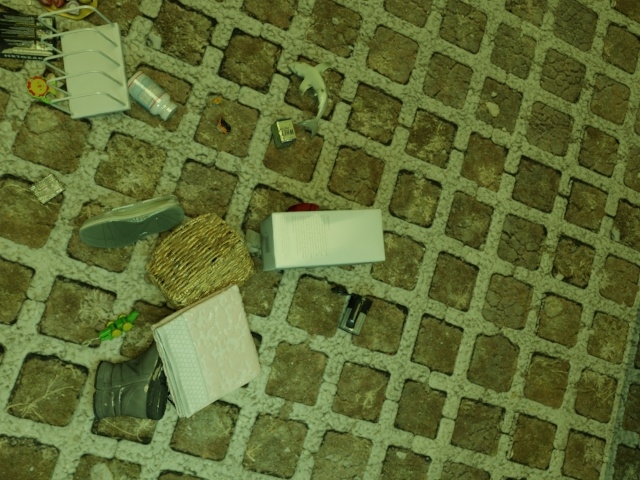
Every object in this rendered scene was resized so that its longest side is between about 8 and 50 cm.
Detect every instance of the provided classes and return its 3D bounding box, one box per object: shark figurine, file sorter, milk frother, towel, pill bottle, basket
[{"bbox_3d":[-0.006,-0.518,2.057,0.167,0.116,0.277,-14,80,15],"label":"shark figurine"},{"bbox_3d":[-0.722,-0.537,1.755,0.193,0.173,0.277,-9,88,6],"label":"file sorter"},{"bbox_3d":[0.091,0.246,2.029,0.143,0.129,0.134,16,76,28],"label":"milk frother"},{"bbox_3d":[-0.344,0.343,1.804,0.317,0.054,0.331,-27,113,-39],"label":"towel"},{"bbox_3d":[-0.549,-0.468,1.880,0.160,0.087,0.087,41,75,-11],"label":"pill bottle"},{"bbox_3d":[-0.394,0.083,1.880,0.213,0.223,0.299,40,72,23],"label":"basket"}]

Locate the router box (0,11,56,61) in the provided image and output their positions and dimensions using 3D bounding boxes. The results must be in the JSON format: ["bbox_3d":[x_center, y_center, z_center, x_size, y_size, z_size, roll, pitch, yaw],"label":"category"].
[{"bbox_3d":[-0.921,-0.635,1.796,0.179,0.046,0.133,-1,86,-17],"label":"router box"}]

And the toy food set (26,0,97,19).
[{"bbox_3d":[-0.825,-0.786,1.827,0.218,0.071,0.128,9,82,-17],"label":"toy food set"}]

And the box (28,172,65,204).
[{"bbox_3d":[-0.849,-0.160,1.793,0.083,0.018,0.067,-41,98,-17],"label":"box"}]

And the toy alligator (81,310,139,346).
[{"bbox_3d":[-0.648,0.287,1.804,0.190,0.056,0.051,-33,136,-18],"label":"toy alligator"}]

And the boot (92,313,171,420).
[{"bbox_3d":[-0.577,0.382,1.780,0.223,0.118,0.337,3,62,3],"label":"boot"}]

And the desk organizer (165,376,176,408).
[{"bbox_3d":[-0.465,0.500,1.842,0.047,0.050,0.130,-42,98,-16],"label":"desk organizer"}]

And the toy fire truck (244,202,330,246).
[{"bbox_3d":[-0.110,-0.029,1.966,0.247,0.159,0.216,15,81,-26],"label":"toy fire truck"}]

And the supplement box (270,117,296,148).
[{"bbox_3d":[-0.129,-0.372,2.007,0.056,0.083,0.083,-16,90,-19],"label":"supplement box"}]

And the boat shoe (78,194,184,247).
[{"bbox_3d":[-0.599,-0.067,1.828,0.321,0.103,0.118,-19,136,-16],"label":"boat shoe"}]

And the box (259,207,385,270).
[{"bbox_3d":[0.000,0.000,1.817,0.346,0.215,0.168,-3,85,-17],"label":"box"}]

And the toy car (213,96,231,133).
[{"bbox_3d":[-0.341,-0.424,1.980,0.041,0.060,0.121,-18,69,24],"label":"toy car"}]

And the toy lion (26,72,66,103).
[{"bbox_3d":[-0.866,-0.473,1.811,0.096,0.034,0.100,-27,94,-11],"label":"toy lion"}]
